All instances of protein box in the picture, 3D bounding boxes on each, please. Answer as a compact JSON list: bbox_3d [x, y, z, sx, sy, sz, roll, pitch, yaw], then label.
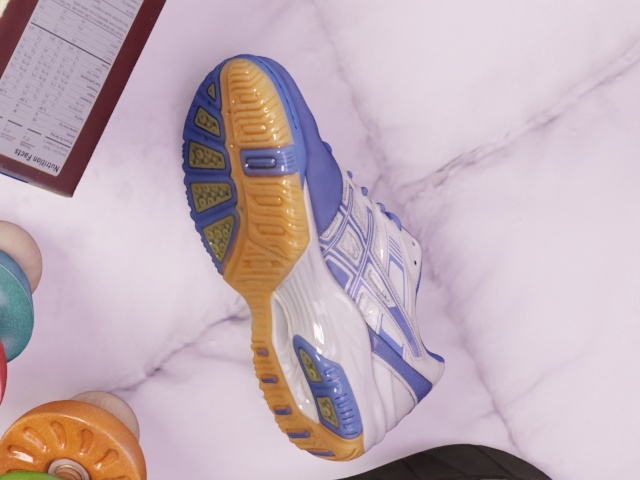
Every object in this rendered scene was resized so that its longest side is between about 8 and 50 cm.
[{"bbox_3d":[-0.206,-0.162,1.062,0.201,0.200,0.136,-64,153,0],"label":"protein box"}]

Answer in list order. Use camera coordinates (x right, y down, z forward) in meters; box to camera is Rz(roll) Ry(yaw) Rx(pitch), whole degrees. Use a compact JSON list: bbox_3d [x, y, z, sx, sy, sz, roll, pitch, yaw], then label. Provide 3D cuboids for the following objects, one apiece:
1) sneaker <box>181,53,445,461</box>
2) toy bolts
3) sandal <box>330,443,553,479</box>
[{"bbox_3d":[0.000,0.000,1.291,0.131,0.112,0.296,-31,117,-35],"label":"sneaker"},{"bbox_3d":[-0.230,0.102,1.201,0.218,0.158,0.228,-1,119,15],"label":"toy bolts"},{"bbox_3d":[0.064,0.224,1.372,0.303,0.120,0.086,-4,132,-23],"label":"sandal"}]
